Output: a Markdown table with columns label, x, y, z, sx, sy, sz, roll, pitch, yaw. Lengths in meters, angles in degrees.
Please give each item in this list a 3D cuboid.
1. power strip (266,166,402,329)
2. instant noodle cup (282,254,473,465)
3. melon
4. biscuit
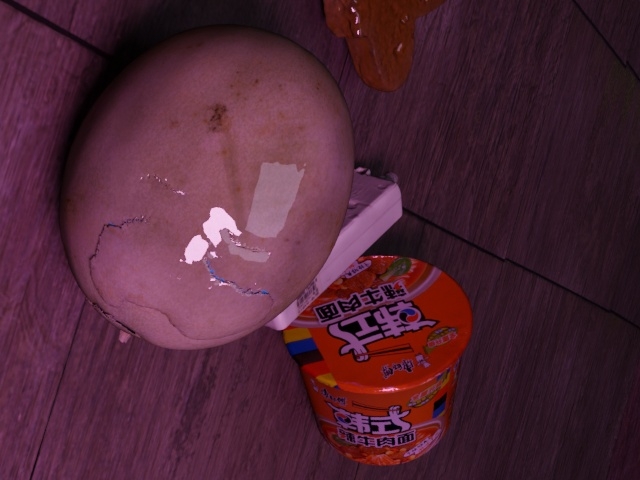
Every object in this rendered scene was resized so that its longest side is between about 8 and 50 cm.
| label | x | y | z | sx | sy | sz | roll | pitch | yaw |
| --- | --- | --- | --- | --- | --- | --- | --- | --- | --- |
| power strip | 0.000 | 0.000 | 1.316 | 0.338 | 0.098 | 0.058 | -42 | 134 | -39 |
| instant noodle cup | 0.079 | 0.169 | 1.384 | 0.250 | 0.250 | 0.192 | -46 | 146 | -36 |
| melon | -0.112 | -0.047 | 0.993 | 0.268 | 0.268 | 0.330 | 34 | 78 | -54 |
| biscuit | 0.105 | -0.426 | 1.345 | 0.394 | 0.076 | 0.368 | -51 | 138 | -37 |
